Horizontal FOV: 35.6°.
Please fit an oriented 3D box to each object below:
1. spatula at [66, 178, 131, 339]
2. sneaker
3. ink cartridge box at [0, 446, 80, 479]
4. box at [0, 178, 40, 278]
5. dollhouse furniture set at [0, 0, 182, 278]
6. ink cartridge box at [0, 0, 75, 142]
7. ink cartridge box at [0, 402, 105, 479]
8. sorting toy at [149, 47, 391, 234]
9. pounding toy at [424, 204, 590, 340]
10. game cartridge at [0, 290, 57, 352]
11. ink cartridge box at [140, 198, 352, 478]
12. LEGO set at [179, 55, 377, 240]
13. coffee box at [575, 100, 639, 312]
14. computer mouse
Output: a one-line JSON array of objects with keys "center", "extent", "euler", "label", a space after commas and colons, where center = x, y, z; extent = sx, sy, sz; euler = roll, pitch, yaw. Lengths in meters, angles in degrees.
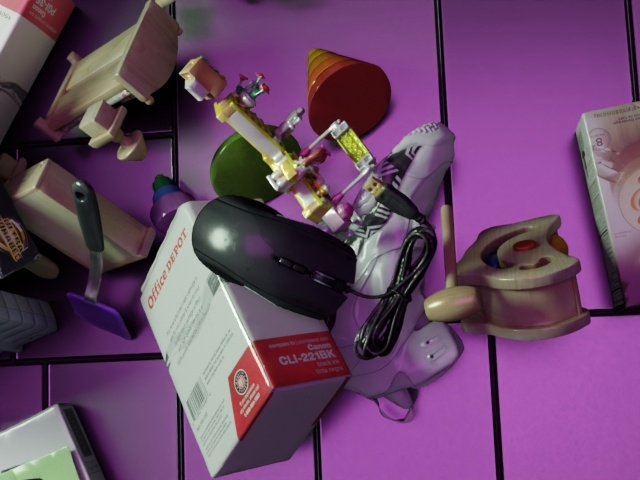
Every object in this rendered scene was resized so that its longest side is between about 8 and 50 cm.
[{"center": [-0.286, 0.030, 1.252], "extent": [0.084, 0.296, 0.030], "euler": [19, 47, 12], "label": "spatula"}, {"center": [0.114, 0.045, 1.253], "extent": [0.210, 0.137, 0.366], "euler": [33, 93, 10], "label": "sneaker"}, {"center": [-0.361, 0.403, 1.255], "extent": [0.171, 0.056, 0.235], "euler": [-23, 83, 6], "label": "ink cartridge box"}, {"center": [-0.524, -0.065, 1.272], "extent": [0.295, 0.073, 0.293], "euler": [-17, 104, 41], "label": "box"}, {"center": [-0.289, -0.148, 1.363], "extent": [0.303, 0.174, 0.355], "euler": [-17, 45, 41], "label": "dollhouse furniture set"}, {"center": [-0.509, -0.266, 1.389], "extent": [0.207, 0.117, 0.283], "euler": [27, 86, 11], "label": "ink cartridge box"}, {"center": [-0.387, 0.389, 1.317], "extent": [0.239, 0.060, 0.275], "euler": [-27, 80, 3], "label": "ink cartridge box"}, {"center": [-0.085, -0.146, 1.338], "extent": [0.365, 0.127, 0.126], "euler": [-35, 50, 5], "label": "sorting toy"}, {"center": [0.231, 0.019, 1.157], "extent": [0.154, 0.269, 0.155], "euler": [-6, 108, 28], "label": "pounding toy"}, {"center": [-0.546, 0.157, 1.283], "extent": [0.355, 0.230, 0.068], "euler": [-23, 82, 5], "label": "game cartridge"}, {"center": [-0.101, 0.111, 1.196], "extent": [0.273, 0.114, 0.197], "euler": [61, 139, 29], "label": "ink cartridge box"}, {"center": [-0.033, -0.129, 1.194], "extent": [0.107, 0.132, 0.287], "euler": [-42, 82, 13], "label": "LEGO set"}, {"center": [0.414, -0.045, 1.235], "extent": [0.141, 0.098, 0.246], "euler": [-12, 81, 7], "label": "coffee box"}, {"center": [0.000, 0.000, 1.083], "extent": [0.262, 0.060, 0.184], "euler": [30, 91, -1], "label": "computer mouse"}]
